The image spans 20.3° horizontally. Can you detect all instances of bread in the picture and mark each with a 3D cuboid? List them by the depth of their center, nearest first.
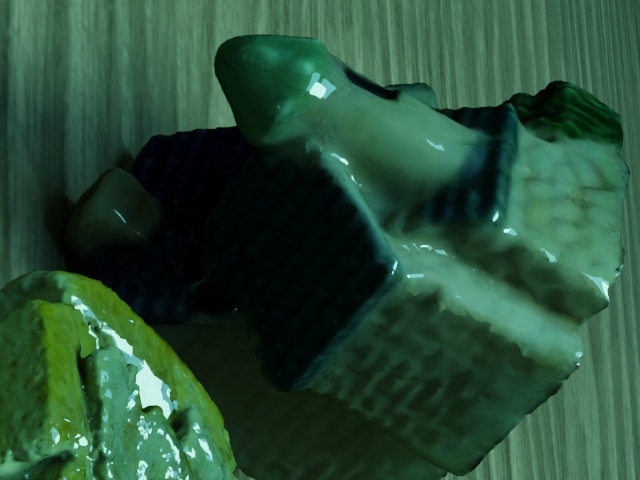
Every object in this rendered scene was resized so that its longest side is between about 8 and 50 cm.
[{"bbox_3d":[-0.126,0.148,0.949,0.257,0.124,0.186,70,25,-14],"label":"bread"}]

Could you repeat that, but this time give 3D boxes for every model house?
[{"bbox_3d":[-0.001,0.002,1.105,0.284,0.298,0.243,26,42,-15],"label":"model house"}]
